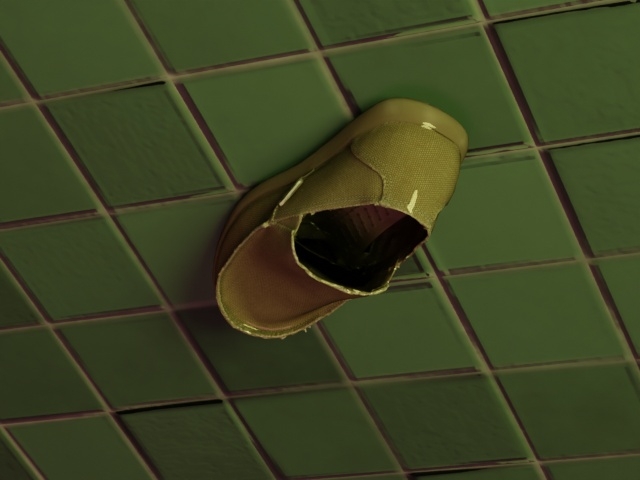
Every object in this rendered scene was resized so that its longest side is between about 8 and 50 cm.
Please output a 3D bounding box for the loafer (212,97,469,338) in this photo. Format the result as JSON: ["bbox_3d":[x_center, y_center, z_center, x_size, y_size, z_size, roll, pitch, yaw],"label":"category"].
[{"bbox_3d":[0.000,0.000,0.749,0.056,0.050,0.148,28,138,-15],"label":"loafer"}]
